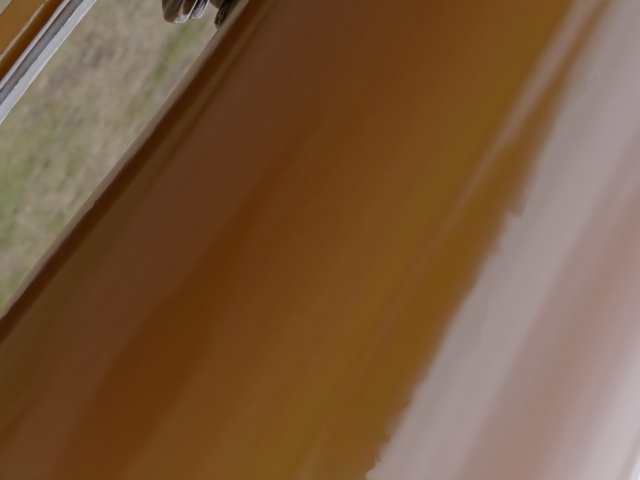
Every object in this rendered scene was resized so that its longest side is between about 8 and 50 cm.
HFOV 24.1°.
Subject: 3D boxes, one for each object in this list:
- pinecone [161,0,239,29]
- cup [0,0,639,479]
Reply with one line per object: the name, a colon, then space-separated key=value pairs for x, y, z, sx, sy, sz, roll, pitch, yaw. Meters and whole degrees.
pinecone: x=-0.041 y=-0.236 z=0.909 sx=0.264 sy=0.264 sz=0.264 roll=-57 pitch=178 yaw=-3
cup: x=0.000 y=0.000 z=0.395 sx=0.264 sy=0.226 sz=0.182 roll=-60 pitch=170 yaw=8
